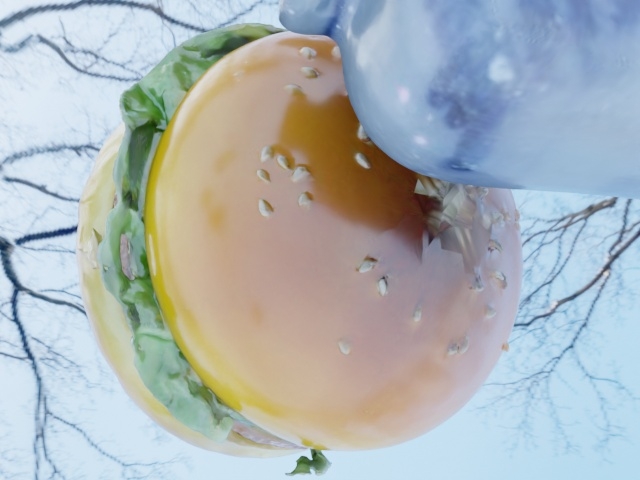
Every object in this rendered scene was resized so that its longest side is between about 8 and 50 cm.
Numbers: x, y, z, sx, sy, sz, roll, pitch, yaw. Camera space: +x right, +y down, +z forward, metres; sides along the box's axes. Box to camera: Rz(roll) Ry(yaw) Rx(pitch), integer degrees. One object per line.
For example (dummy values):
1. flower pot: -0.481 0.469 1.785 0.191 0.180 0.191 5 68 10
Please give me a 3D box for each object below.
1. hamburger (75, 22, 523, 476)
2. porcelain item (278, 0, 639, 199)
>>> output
1. hamburger: 0.001 0.001 0.494 0.246 0.170 0.245 11 -107 -40
2. porcelain item: 0.114 -0.075 0.383 0.259 0.141 0.141 20 -99 -4
